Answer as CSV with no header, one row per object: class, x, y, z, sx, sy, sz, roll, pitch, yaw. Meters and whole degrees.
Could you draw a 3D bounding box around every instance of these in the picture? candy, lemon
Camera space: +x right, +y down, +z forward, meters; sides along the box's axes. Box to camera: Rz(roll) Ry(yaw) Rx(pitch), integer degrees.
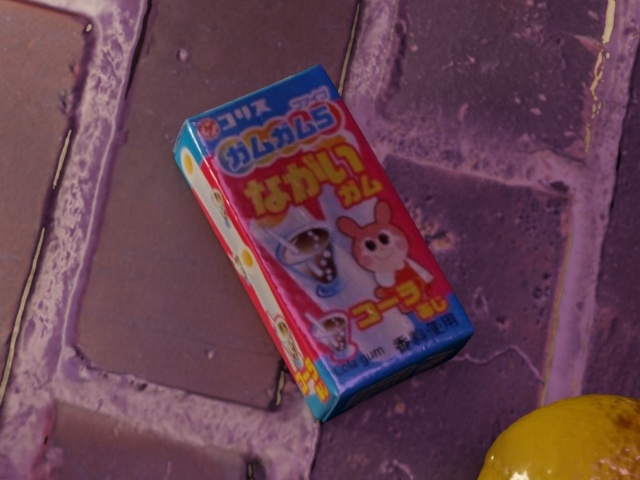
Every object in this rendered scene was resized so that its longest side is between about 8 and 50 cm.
candy,0.000,0.000,1.729,0.157,0.100,0.306,-24,76,-19
lemon,0.259,0.250,1.629,0.254,0.228,0.228,-5,72,-19
